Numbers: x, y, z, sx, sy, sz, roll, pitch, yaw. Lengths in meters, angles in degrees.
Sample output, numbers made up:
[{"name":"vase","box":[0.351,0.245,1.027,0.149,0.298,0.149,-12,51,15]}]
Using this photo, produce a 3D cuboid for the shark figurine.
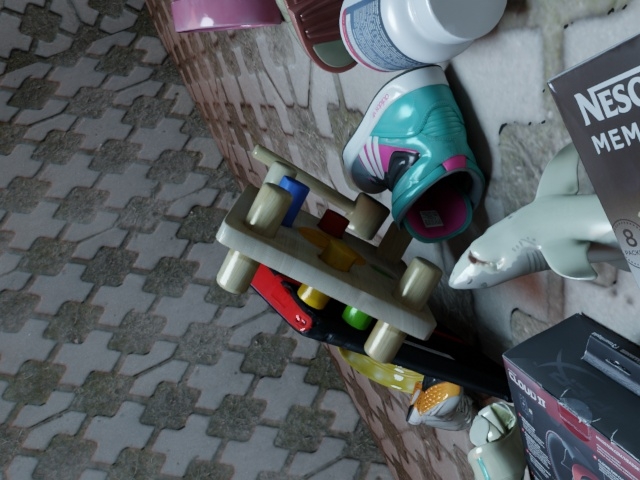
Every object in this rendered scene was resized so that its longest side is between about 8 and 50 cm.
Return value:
[{"name":"shark figurine","box":[0.261,0.016,0.489,0.116,0.166,0.278,41,166,-36]}]

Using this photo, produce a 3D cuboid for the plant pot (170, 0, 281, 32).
[{"name":"plant pot","box":[-0.175,-0.477,1.081,0.201,0.201,0.180,-142,45,-64]}]

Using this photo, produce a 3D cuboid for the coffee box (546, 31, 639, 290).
[{"name":"coffee box","box":[0.254,-0.057,0.244,0.168,0.119,0.297,64,168,-4]}]

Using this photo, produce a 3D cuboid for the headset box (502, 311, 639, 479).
[{"name":"headset box","box":[0.310,0.230,0.605,0.218,0.110,0.293,41,154,62]}]

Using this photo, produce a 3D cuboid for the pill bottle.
[{"name":"pill bottle","box":[0.097,-0.227,0.589,0.108,0.108,0.180,68,168,-17]}]

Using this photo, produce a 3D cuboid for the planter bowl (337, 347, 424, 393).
[{"name":"planter bowl","box":[0.150,0.220,1.218,0.217,0.090,0.217,22,151,13]}]

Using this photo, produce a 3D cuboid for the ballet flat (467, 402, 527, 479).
[{"name":"ballet flat","box":[0.244,0.262,0.808,0.086,0.086,0.248,63,-160,8]}]

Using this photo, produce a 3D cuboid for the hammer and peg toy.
[{"name":"hammer and peg toy","box":[0.000,0.000,0.786,0.266,0.127,0.361,26,-167,-8]}]

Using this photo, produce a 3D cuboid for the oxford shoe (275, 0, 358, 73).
[{"name":"oxford shoe","box":[-0.043,-0.399,0.809,0.130,0.123,0.348,-128,17,-63]}]

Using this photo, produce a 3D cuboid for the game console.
[{"name":"game console","box":[0.084,0.135,0.939,0.386,0.060,0.342,21,-173,-23]}]

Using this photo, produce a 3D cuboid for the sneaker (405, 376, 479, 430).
[{"name":"sneaker","box":[0.236,0.288,1.075,0.121,0.099,0.262,16,159,5]}]

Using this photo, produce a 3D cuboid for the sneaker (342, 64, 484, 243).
[{"name":"sneaker","box":[0.121,-0.076,0.786,0.295,0.124,0.178,113,140,-73]}]
